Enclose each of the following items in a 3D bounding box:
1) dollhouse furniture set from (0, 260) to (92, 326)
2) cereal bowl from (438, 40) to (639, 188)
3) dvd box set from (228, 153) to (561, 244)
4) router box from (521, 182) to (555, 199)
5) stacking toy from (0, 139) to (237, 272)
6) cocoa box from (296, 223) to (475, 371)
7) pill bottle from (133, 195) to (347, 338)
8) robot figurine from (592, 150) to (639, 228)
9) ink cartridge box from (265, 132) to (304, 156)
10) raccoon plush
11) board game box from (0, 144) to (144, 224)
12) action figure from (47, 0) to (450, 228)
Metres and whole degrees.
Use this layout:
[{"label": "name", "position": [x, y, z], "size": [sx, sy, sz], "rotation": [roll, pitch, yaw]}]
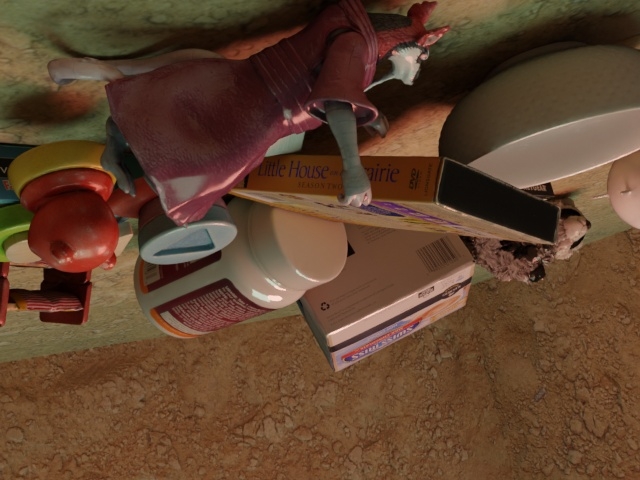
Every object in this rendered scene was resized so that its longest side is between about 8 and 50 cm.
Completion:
[{"label": "dollhouse furniture set", "position": [-0.613, 0.065, 1.300], "size": [0.374, 0.152, 0.201], "rotation": [1, 176, 24]}, {"label": "cereal bowl", "position": [0.328, -0.184, 1.056], "size": [0.339, 0.141, 0.339], "rotation": [-12, 168, -3]}, {"label": "dvd box set", "position": [0.088, -0.063, 1.079], "size": [0.420, 0.062, 0.308], "rotation": [7, 176, 45]}, {"label": "router box", "position": [0.475, -0.109, 1.823], "size": [0.179, 0.046, 0.133], "rotation": [-1, 164, -45]}, {"label": "stacking toy", "position": [-0.276, 0.007, 0.946], "size": [0.280, 0.130, 0.309], "rotation": [-30, 160, 34]}, {"label": "cocoa box", "position": [0.121, 0.083, 1.592], "size": [0.347, 0.231, 0.228], "rotation": [-26, 152, -8]}, {"label": "pill bottle", "position": [-0.154, 0.039, 1.390], "size": [0.392, 0.224, 0.224], "rotation": [-22, 166, 39]}, {"label": "robot figurine", "position": [0.815, -0.136, 1.685], "size": [0.354, 0.199, 0.300], "rotation": [-12, 167, -8]}, {"label": "ink cartridge box", "position": [-0.126, -0.143, 0.943], "size": [0.209, 0.062, 0.109], "rotation": [-11, 168, -8]}, {"label": "raccoon plush", "position": [0.538, -0.036, 2.112], "size": [0.446, 0.216, 0.299], "rotation": [14, -157, 38]}, {"label": "board game box", "position": [-0.444, -0.047, 1.008], "size": [0.336, 0.079, 0.254], "rotation": [-1, 163, -45]}, {"label": "action figure", "position": [-0.043, -0.166, 0.784], "size": [0.370, 0.275, 0.248], "rotation": [-32, -164, 5]}]
